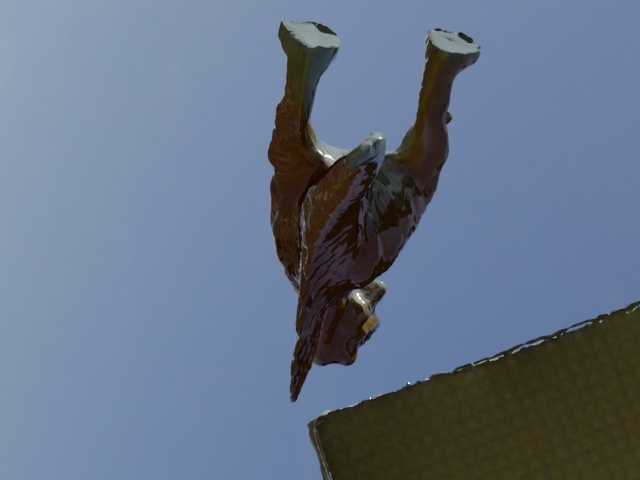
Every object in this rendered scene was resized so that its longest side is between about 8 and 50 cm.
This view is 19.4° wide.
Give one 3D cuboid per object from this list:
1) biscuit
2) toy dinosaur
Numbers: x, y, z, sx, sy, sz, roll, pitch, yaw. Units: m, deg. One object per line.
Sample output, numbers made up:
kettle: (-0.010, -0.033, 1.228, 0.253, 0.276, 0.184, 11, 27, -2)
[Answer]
biscuit: (0.105, 0.100, 0.805, 0.040, 0.199, 0.121, 113, -41, -79)
toy dinosaur: (0.000, -0.001, 0.618, 0.212, 0.057, 0.142, -40, 149, -68)
